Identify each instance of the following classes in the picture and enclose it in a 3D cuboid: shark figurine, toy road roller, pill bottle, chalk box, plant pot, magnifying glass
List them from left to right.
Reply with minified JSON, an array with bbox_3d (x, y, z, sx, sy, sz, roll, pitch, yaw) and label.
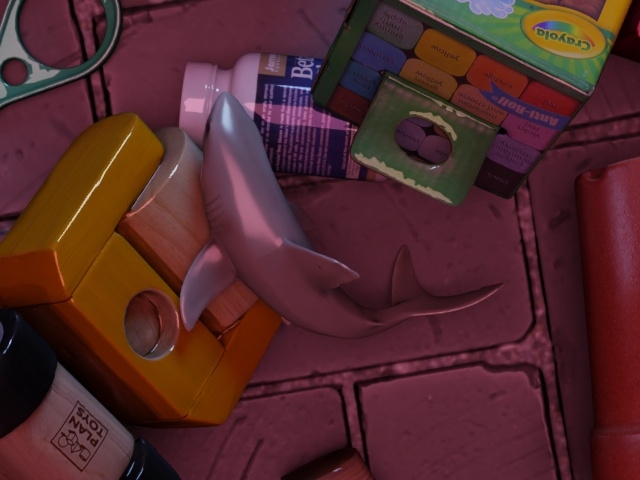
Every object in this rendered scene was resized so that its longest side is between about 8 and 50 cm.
[{"bbox_3d":[-0.254,-0.129,1.439,0.092,0.026,0.231,45,93,-3],"label":"magnifying glass"},{"bbox_3d":[-0.203,0.078,1.374,0.202,0.240,0.329,50,55,-28],"label":"toy road roller"},{"bbox_3d":[-0.025,-0.100,1.409,0.169,0.094,0.094,6,93,-2],"label":"pill bottle"},{"bbox_3d":[0.010,0.026,1.338,0.278,0.116,0.166,36,66,-33],"label":"shark figurine"},{"bbox_3d":[0.117,-0.164,1.307,0.180,0.179,0.289,26,62,-3],"label":"chalk box"},{"bbox_3d":[0.314,0.062,1.353,0.272,0.272,0.265,-9,86,0],"label":"plant pot"}]

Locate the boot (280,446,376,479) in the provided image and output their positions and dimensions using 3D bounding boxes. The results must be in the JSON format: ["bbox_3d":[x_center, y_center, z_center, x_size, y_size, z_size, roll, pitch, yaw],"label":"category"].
[{"bbox_3d":[-0.042,0.320,1.441,0.283,0.109,0.220,-26,98,-6],"label":"boot"}]

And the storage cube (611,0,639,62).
[{"bbox_3d":[0.340,-0.205,1.359,0.183,0.193,0.215,22,92,-2],"label":"storage cube"}]
